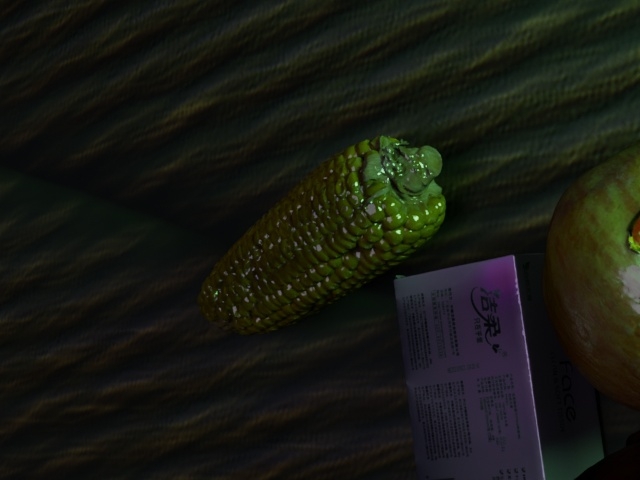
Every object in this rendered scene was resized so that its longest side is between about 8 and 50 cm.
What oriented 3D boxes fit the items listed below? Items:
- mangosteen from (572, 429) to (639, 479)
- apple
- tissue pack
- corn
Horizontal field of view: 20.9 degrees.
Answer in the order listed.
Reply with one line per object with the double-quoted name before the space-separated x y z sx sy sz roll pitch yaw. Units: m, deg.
"mangosteen" 0.330 0.301 1.147 0.421 0.381 0.381 52 127 2
"apple" 0.268 0.024 1.304 0.188 0.211 0.211 53 124 31
"tissue pack" 0.158 0.141 1.493 0.148 0.092 0.246 -12 81 45
"corn" 0.000 0.000 1.637 0.322 0.119 0.119 -32 68 39
